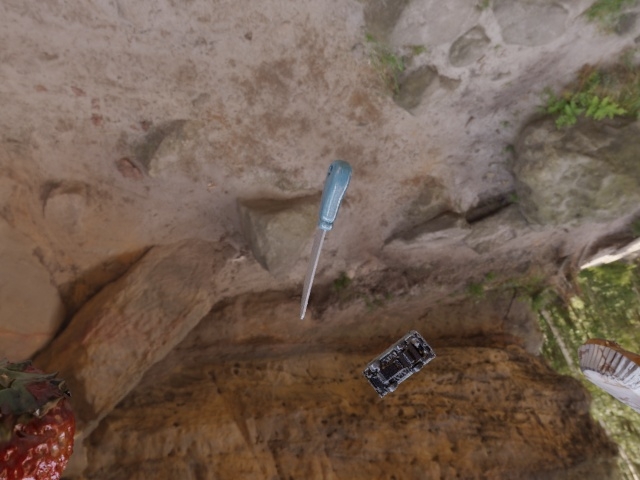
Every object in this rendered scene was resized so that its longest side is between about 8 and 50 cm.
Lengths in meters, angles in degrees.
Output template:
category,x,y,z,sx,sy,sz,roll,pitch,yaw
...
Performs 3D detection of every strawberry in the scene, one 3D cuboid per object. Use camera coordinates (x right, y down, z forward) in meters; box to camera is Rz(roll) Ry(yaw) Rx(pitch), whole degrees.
category,x,y,z,sx,sy,sz,roll,pitch,yaw
strawberry,-0.513,0.341,0.651,0.249,0.289,0.238,3,-178,-36

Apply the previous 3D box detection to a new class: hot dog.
category,x,y,z,sx,sy,sz,roll,pitch,yaw
hot dog,0.412,0.187,0.547,0.059,0.191,0.108,-56,-170,-7

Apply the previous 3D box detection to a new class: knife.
category,x,y,z,sx,sy,sz,roll,pitch,yaw
knife,0.000,-0.001,0.655,0.032,0.245,0.058,12,-167,-18

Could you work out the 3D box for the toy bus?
category,x,y,z,sx,sy,sz,roll,pitch,yaw
toy bus,0.141,0.214,0.781,0.123,0.060,0.075,-40,172,7
